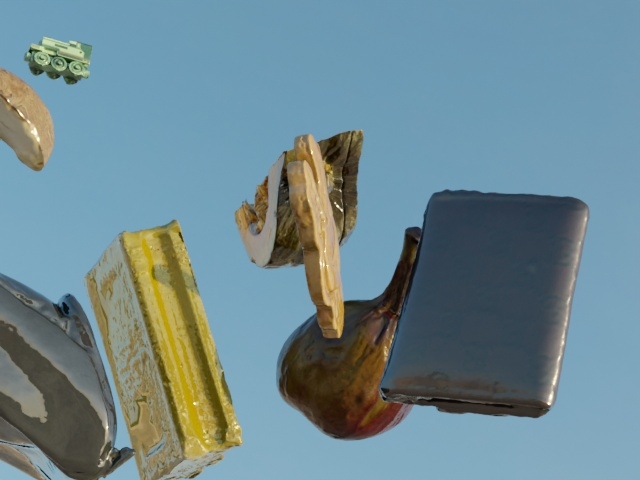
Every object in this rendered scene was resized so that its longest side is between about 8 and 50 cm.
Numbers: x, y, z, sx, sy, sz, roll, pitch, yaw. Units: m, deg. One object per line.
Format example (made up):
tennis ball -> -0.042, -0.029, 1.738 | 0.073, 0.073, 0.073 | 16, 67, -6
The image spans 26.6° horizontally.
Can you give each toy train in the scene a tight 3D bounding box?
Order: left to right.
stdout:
toy train -> -0.327, -0.228, 1.689 | 0.083, 0.053, 0.033 | 15, -25, -20

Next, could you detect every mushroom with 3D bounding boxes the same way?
mushroom -> -0.450, -0.196, 1.918 | 0.072, 0.094, 0.210 | -35, -73, 26

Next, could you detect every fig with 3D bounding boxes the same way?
fig -> 0.053, 0.130, 1.700 | 0.190, 0.191, 0.290 | 17, -41, -4

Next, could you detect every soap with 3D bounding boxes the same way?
soap -> -0.212, 0.153, 1.779 | 0.091, 0.315, 0.199 | -10, -16, -31

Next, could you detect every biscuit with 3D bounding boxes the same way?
biscuit -> 0.000, 0.003, 1.547 | 0.040, 0.144, 0.236 | -6, -63, 15

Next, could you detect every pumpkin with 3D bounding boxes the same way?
pumpkin -> -0.019, -0.042, 1.883 | 0.131, 0.126, 0.248 | -7, -22, -23

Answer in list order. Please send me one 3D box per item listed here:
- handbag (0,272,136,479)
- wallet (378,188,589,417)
handbag -> -0.311, 0.142, 1.450 | 0.275, 0.178, 0.302 | 28, -19, -4
wallet -> 0.161, 0.057, 1.317 | 0.182, 0.229, 0.049 | 2, -25, 31
